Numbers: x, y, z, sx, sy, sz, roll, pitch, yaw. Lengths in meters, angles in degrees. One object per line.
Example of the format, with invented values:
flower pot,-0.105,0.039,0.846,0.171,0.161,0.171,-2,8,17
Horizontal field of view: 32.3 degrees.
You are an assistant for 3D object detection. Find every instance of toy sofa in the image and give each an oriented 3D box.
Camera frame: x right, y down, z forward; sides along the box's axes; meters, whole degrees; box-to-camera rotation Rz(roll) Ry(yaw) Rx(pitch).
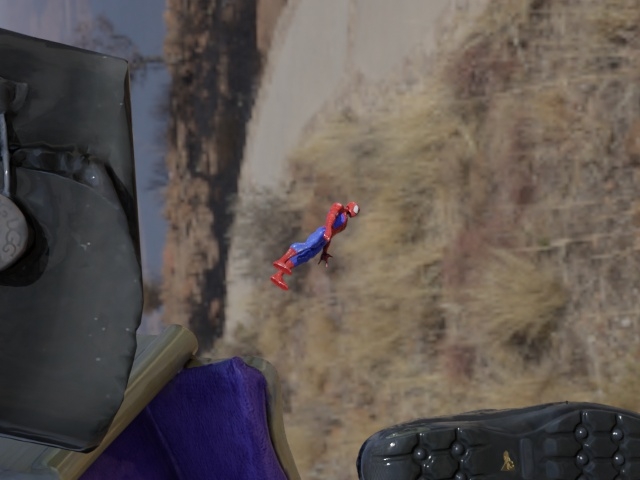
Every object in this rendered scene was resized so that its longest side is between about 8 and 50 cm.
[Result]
toy sofa,-0.096,0.248,0.786,0.177,0.150,0.362,2,122,34

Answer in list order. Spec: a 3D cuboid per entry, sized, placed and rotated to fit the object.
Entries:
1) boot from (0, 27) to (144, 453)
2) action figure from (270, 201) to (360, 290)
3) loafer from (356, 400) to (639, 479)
boot,-0.296,0.047,0.462,0.146,0.445,0.367,-8,73,49
action figure,0.000,0.000,0.999,0.030,0.115,0.038,29,143,18
loafer,0.133,0.146,0.752,0.078,0.223,0.076,162,107,-77
